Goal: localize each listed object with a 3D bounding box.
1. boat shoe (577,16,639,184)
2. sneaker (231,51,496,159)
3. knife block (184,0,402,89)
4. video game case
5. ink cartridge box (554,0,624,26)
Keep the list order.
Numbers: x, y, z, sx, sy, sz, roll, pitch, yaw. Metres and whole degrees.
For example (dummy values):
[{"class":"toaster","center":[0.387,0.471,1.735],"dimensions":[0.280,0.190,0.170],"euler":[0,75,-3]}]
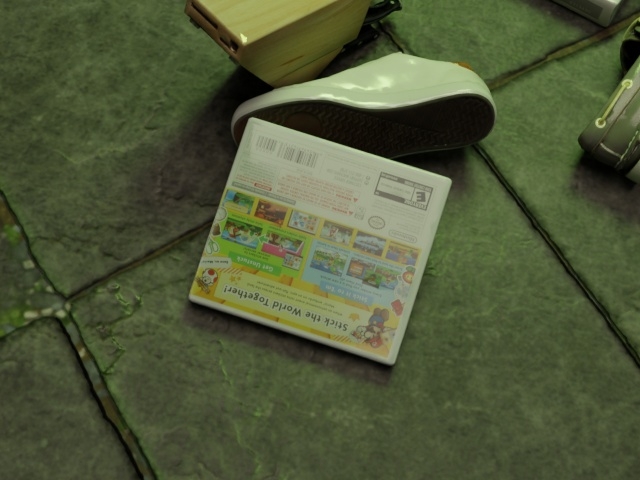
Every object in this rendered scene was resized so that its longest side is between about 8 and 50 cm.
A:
[{"class":"boat shoe","center":[0.390,-0.210,1.343],"dimensions":[0.091,0.109,0.305],"euler":[27,68,4]},{"class":"sneaker","center":[0.044,-0.148,1.307],"dimensions":[0.290,0.106,0.123],"euler":[-4,38,-3]},{"class":"knife block","center":[0.000,-0.280,1.282],"dimensions":[0.088,0.276,0.242],"euler":[44,98,17]},{"class":"video game case","center":[0.000,0.000,1.217],"dimensions":[0.227,0.026,0.206],"euler":[18,83,4]},{"class":"ink cartridge box","center":[0.333,-0.395,1.464],"dimensions":[0.181,0.056,0.224],"euler":[30,67,10]}]
